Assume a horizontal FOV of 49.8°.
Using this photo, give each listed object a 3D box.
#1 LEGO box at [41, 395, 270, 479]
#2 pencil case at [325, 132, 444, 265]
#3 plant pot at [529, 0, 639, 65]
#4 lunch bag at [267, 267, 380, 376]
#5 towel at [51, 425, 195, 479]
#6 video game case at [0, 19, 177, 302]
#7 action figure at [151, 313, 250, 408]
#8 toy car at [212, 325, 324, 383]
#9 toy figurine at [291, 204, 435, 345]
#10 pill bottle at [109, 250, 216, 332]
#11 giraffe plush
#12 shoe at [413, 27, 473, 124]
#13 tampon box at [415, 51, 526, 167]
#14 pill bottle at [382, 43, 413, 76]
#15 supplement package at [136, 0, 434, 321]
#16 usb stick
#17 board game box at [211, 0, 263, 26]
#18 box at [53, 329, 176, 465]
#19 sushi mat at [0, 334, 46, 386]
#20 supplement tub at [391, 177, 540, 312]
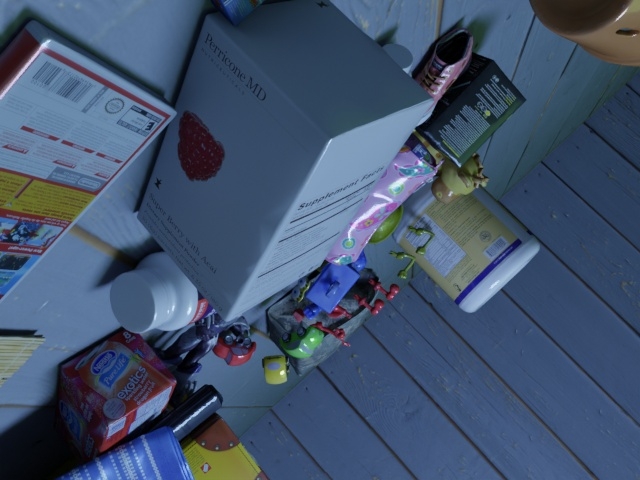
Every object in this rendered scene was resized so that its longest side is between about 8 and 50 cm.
[{"bbox_3d":[-0.378,0.511,1.269,0.500,0.193,0.372,-38,-165,-20],"label":"LEGO box"},{"bbox_3d":[0.096,-0.081,1.285,0.284,0.124,0.124,-48,165,20],"label":"pencil case"},{"bbox_3d":[0.454,-0.409,1.046,0.204,0.291,0.291,-12,150,-34],"label":"plant pot"},{"bbox_3d":[0.019,0.183,1.741,0.287,0.169,0.235,-34,163,-15],"label":"lunch bag"},{"bbox_3d":[-0.339,0.456,1.045,0.336,0.243,0.040,-23,-163,-23],"label":"towel"},{"bbox_3d":[-0.271,-0.042,0.598,0.285,0.025,0.204,-45,166,7],"label":"video game case"},{"bbox_3d":[-0.205,0.168,1.234,0.285,0.099,0.185,-49,149,3],"label":"action figure"},{"bbox_3d":[-0.091,0.248,1.514,0.225,0.053,0.239,-26,139,27],"label":"toy car"},{"bbox_3d":[0.073,0.079,1.460,0.362,0.191,0.217,-50,176,12],"label":"toy figurine"},{"bbox_3d":[-0.189,0.062,0.948,0.108,0.108,0.193,-51,164,28],"label":"pill bottle"},{"bbox_3d":[0.250,-0.152,1.390,0.181,0.170,0.210,-33,162,-34],"label":"giraffe plush"},{"bbox_3d":[0.179,-0.263,1.111,0.178,0.063,0.081,-47,165,-6],"label":"shoe"},{"bbox_3d":[0.245,-0.230,1.196,0.161,0.101,0.120,-46,-153,9],"label":"tampon box"},{"bbox_3d":[0.091,-0.221,0.978,0.065,0.065,0.116,-36,163,-27],"label":"pill bottle"},{"bbox_3d":[-0.052,-0.086,0.751,0.175,0.177,0.293,-29,159,-44],"label":"supplement package"},{"bbox_3d":[-0.276,0.335,1.125,0.278,0.045,0.077,-37,166,-20],"label":"usb stick"},{"bbox_3d":[-0.051,-0.266,0.524,0.136,0.035,0.201,-42,166,-3],"label":"board game box"},{"bbox_3d":[-0.337,0.267,1.110,0.128,0.122,0.257,-31,162,-37],"label":"box"},{"bbox_3d":[-0.431,0.148,0.724,0.151,0.019,0.316,-45,166,2],"label":"sushi mat"},{"bbox_3d":[0.319,-0.021,1.629,0.241,0.331,0.241,-40,165,-13],"label":"supplement tub"}]
